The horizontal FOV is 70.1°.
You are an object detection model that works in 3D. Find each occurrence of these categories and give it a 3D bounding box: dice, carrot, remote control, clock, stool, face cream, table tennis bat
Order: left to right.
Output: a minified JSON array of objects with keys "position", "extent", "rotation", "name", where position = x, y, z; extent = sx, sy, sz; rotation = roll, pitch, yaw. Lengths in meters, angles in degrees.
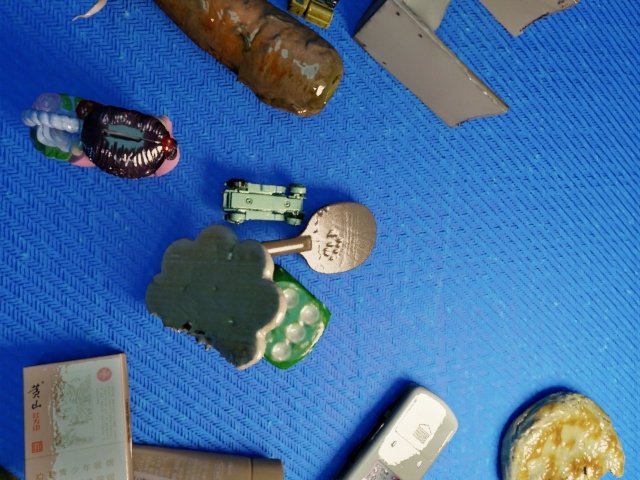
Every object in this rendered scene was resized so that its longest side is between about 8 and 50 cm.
[{"position":[-0.294,-0.141,0.630],"extent":[0.194,0.195,0.100],"rotation":[9,94,-18],"name":"clock"},{"position":[-0.233,0.397,0.742],"extent":[0.341,0.084,0.137],"rotation":[7,75,-12],"name":"face cream"},{"position":[-0.104,-0.314,0.709],"extent":[0.302,0.138,0.139],"rotation":[39,82,-7],"name":"carrot"},{"position":[-0.068,0.123,0.748],"extent":[0.131,0.120,0.128],"rotation":[44,82,-12],"name":"dice"},{"position":[0.000,0.000,0.786],"extent":[0.234,0.022,0.131],"rotation":[-8,109,-29],"name":"table tennis bat"},{"position":[0.131,0.411,0.856],"extent":[0.140,0.056,0.296],"rotation":[43,80,-16],"name":"remote control"},{"position":[0.241,-0.382,0.783],"extent":[0.269,0.170,0.244],"rotation":[37,83,-15],"name":"stool"}]

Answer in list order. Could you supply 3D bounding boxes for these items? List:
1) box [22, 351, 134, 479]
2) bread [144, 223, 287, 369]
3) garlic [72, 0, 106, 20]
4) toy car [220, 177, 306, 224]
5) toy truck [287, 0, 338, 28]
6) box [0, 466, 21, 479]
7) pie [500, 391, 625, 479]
[{"position":[-0.359,0.278,0.681],"extent":[0.141,0.058,0.201],"rotation":[-6,81,-16],"name":"box"},{"position":[-0.153,0.072,0.689],"extent":[0.182,0.250,0.039],"rotation":[-65,150,-7],"name":"bread"},{"position":[-0.272,-0.413,0.646],"extent":[0.128,0.148,0.267],"rotation":[37,89,-21],"name":"garlic"},{"position":[-0.093,-0.064,0.765],"extent":[0.143,0.054,0.073],"rotation":[0,95,-24],"name":"toy car"},{"position":[-0.016,-0.401,0.770],"extent":[0.083,0.049,0.054],"rotation":[16,90,-18],"name":"toy truck"},{"position":[-0.546,0.478,0.674],"extent":[0.279,0.041,0.153],"rotation":[-46,102,-9],"name":"box"},{"position":[0.513,0.462,0.966],"extent":[0.302,0.067,0.303],"rotation":[-1,95,-16],"name":"pie"}]
